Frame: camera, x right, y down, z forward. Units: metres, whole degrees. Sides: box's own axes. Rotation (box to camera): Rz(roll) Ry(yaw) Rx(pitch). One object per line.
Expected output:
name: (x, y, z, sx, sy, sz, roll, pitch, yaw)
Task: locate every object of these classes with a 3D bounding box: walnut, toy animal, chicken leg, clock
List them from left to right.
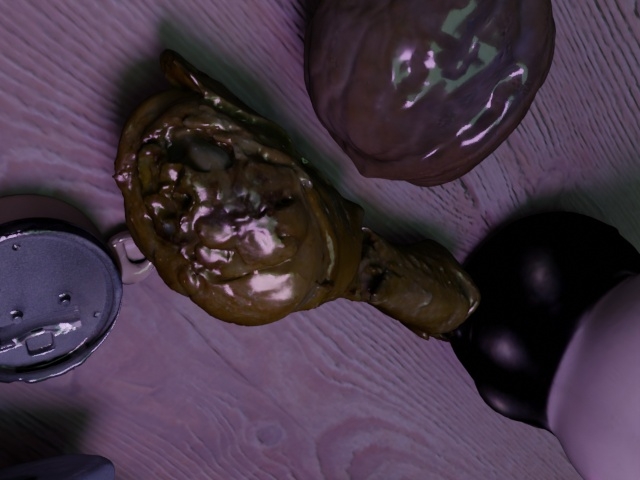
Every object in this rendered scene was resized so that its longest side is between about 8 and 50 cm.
clock: (-0.244, 0.044, 0.846, 0.229, 0.063, 0.155, -13, 119, -20)
chicken leg: (0.000, 0.000, 0.904, 0.429, 0.201, 0.153, 24, 131, -40)
walnut: (0.085, -0.152, 0.836, 0.224, 0.224, 0.224, -12, 119, -22)
toy animal: (0.289, 0.126, 1.010, 0.251, 0.310, 0.251, -12, 118, -23)

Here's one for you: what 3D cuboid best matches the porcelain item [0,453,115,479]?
porcelain item: (-0.227, 0.404, 0.872, 0.242, 0.179, 0.405, -20, 99, -64)
